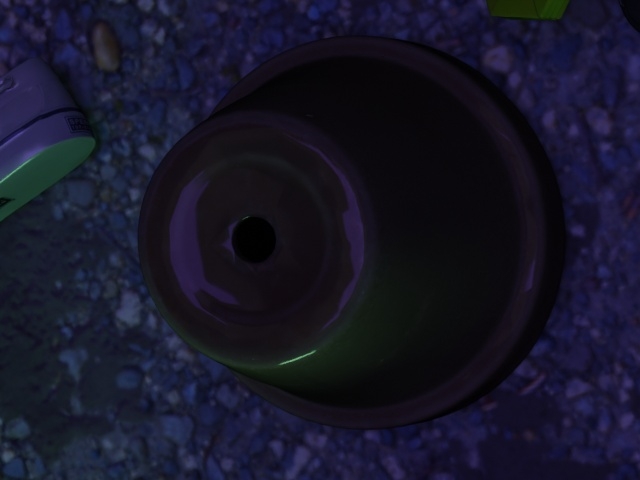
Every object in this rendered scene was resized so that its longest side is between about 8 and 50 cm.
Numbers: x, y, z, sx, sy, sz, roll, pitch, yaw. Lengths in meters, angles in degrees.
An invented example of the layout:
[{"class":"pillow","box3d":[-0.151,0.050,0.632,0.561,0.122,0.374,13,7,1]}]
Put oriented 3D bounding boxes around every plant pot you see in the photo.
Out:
[{"class":"plant pot","box3d":[0.000,0.000,1.167,0.263,0.229,0.263,1,93,20]}]

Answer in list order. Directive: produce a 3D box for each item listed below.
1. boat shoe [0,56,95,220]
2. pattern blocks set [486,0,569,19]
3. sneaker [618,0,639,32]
[{"class":"boat shoe","box3d":[-0.282,-0.038,1.350,0.258,0.095,0.084,-31,77,8]},{"class":"pattern blocks set","box3d":[0.142,-0.273,1.128,0.325,0.026,0.285,21,103,53]},{"class":"sneaker","box3d":[0.220,-0.236,1.130,0.086,0.132,0.228,17,97,18]}]
